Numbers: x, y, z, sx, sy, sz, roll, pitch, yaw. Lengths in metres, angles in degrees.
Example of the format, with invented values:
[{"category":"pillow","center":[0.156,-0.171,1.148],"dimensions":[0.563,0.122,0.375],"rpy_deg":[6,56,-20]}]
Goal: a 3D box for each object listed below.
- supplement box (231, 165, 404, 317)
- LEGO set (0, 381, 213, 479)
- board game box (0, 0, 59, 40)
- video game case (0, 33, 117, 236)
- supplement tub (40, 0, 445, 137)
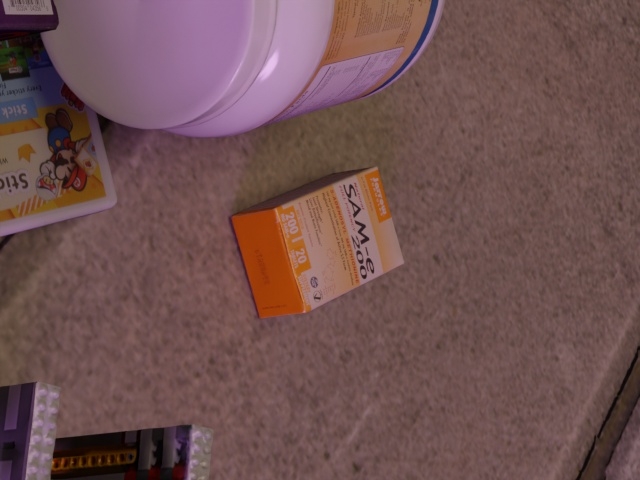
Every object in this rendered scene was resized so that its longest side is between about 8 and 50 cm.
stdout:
[{"category":"supplement box","center":[0.000,0.000,1.036],"dimensions":[0.098,0.036,0.062],"rpy_deg":[-25,102,-49]},{"category":"LEGO set","center":[-0.177,0.147,0.678],"dimensions":[0.331,0.192,0.255],"rpy_deg":[32,59,-41]},{"category":"board game box","center":[-0.236,-0.179,0.703],"dimensions":[0.347,0.056,0.208],"rpy_deg":[-11,94,-62]},{"category":"video game case","center":[-0.201,-0.094,0.832],"dimensions":[0.227,0.026,0.206],"rpy_deg":[-17,95,-51]},{"category":"supplement tub","center":[-0.036,-0.130,0.919],"dimensions":[0.199,0.144,0.144],"rpy_deg":[-22,99,-59]}]
